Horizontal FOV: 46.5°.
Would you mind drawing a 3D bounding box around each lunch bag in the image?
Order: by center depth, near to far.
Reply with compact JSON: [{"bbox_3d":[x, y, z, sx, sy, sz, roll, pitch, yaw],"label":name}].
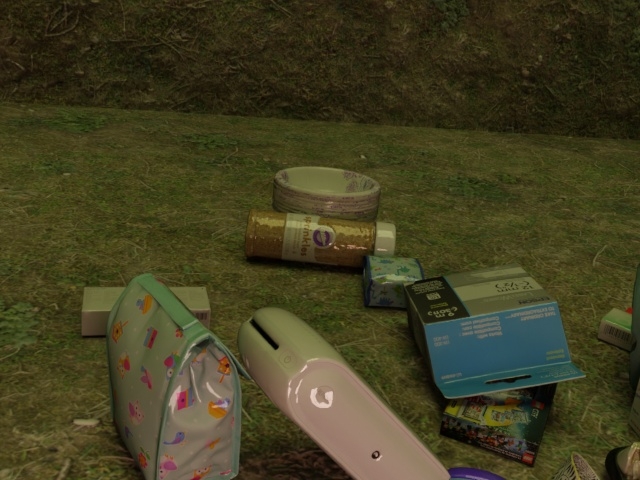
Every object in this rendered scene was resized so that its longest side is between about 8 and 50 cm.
[{"bbox_3d":[-0.213,0.198,1.089,0.160,0.262,0.223,-9,26,-32],"label":"lunch bag"},{"bbox_3d":[0.161,0.083,1.682,0.129,0.096,0.151,5,33,-4],"label":"lunch bag"}]

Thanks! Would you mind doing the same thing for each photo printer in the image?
[{"bbox_3d":[0.015,0.222,1.031,0.107,0.307,0.256,-45,22,-7],"label":"photo printer"}]

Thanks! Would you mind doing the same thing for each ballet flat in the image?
[{"bbox_3d":[0.482,0.355,1.072,0.095,0.096,0.280,2,19,6],"label":"ballet flat"}]

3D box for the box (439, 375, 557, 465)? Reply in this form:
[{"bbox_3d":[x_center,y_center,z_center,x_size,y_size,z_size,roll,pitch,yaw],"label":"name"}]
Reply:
[{"bbox_3d":[0.319,0.287,1.308,0.159,0.044,0.233,16,24,20],"label":"box"}]

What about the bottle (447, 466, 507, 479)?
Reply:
[{"bbox_3d":[0.186,0.404,0.932,0.118,0.092,0.283,11,23,12],"label":"bottle"}]

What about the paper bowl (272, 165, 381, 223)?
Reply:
[{"bbox_3d":[0.012,-0.095,1.979,0.284,0.148,0.284,7,19,-2],"label":"paper bowl"}]

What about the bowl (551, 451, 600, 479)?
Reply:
[{"bbox_3d":[0.357,0.383,1.014,0.170,0.080,0.170,48,18,-21],"label":"bowl"}]

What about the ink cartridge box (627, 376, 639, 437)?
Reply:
[{"bbox_3d":[0.583,0.290,1.278,0.052,0.122,0.088,-1,23,-8],"label":"ink cartridge box"}]

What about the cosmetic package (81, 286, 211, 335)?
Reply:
[{"bbox_3d":[-0.340,0.137,1.456,0.239,0.060,0.099,1,25,-14],"label":"cosmetic package"}]

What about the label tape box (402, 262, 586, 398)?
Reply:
[{"bbox_3d":[0.309,0.159,1.400,0.249,0.115,0.347,-10,14,-1],"label":"label tape box"}]

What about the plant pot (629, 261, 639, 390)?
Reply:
[{"bbox_3d":[0.752,0.170,1.359,0.334,0.341,0.341,3,19,26],"label":"plant pot"}]

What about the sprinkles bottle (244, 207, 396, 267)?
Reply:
[{"bbox_3d":[0.000,0.000,1.801,0.355,0.121,0.121,6,23,0],"label":"sprinkles bottle"}]

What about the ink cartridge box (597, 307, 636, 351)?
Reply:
[{"bbox_3d":[0.738,0.193,1.642,0.181,0.056,0.225,23,29,33],"label":"ink cartridge box"}]
